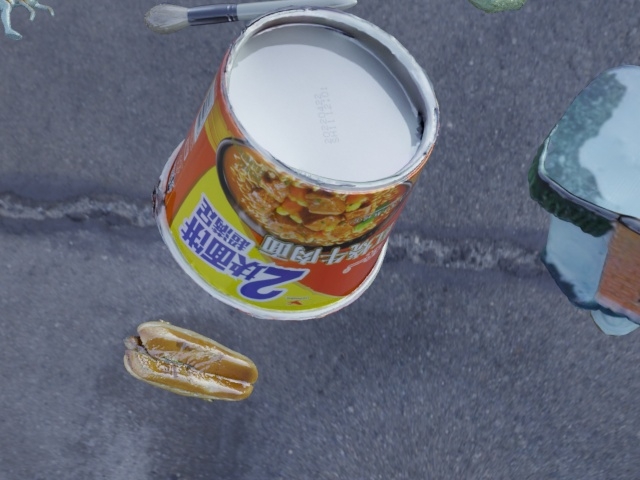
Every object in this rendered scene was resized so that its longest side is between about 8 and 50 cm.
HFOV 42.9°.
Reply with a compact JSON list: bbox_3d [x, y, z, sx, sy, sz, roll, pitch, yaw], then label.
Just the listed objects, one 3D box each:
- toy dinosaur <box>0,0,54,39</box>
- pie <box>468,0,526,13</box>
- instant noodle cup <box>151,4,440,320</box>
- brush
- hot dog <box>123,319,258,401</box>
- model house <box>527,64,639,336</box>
[{"bbox_3d":[-0.393,-0.292,0.964,0.187,0.044,0.106,7,83,-11],"label":"toy dinosaur"},{"bbox_3d":[0.222,-0.472,1.213,0.070,0.323,0.323,-23,63,32],"label":"pie"},{"bbox_3d":[-0.015,-0.065,0.643,0.213,0.174,0.213,8,60,-14],"label":"instant noodle cup"},{"bbox_3d":[-0.098,-0.312,1.102,0.299,0.039,0.042,-3,42,12],"label":"brush"},{"bbox_3d":[-0.221,0.216,1.416,0.072,0.269,0.109,22,87,59],"label":"hot dog"},{"bbox_3d":[0.344,0.004,0.865,0.253,0.291,0.184,31,63,21],"label":"model house"}]
